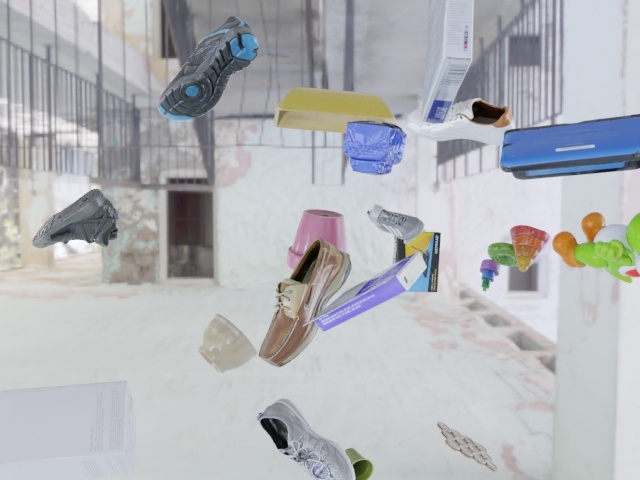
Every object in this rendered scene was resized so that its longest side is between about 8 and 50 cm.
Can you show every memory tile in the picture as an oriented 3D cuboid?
[{"bbox_3d":[0.334,0.473,1.549,0.148,0.012,0.113,31,-171,-13],"label":"memory tile"}]

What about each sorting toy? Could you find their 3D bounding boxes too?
[{"bbox_3d":[0.584,0.078,2.115,0.127,0.126,0.365,22,156,-4],"label":"sorting toy"}]

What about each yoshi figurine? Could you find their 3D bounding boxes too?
[{"bbox_3d":[0.699,-0.009,1.539,0.203,0.203,0.362,12,-178,-22],"label":"yoshi figurine"}]

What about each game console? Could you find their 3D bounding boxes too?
[{"bbox_3d":[0.547,-0.160,1.444,0.293,0.173,0.250,-5,-149,22],"label":"game console"}]

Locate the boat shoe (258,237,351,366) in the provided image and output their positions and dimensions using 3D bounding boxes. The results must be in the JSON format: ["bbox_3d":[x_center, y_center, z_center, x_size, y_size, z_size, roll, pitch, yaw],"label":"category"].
[{"bbox_3d":[-0.055,0.134,1.577,0.123,0.324,0.120,1,143,50],"label":"boat shoe"}]

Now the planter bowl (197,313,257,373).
[{"bbox_3d":[-0.270,0.299,1.880,0.109,0.162,0.162,-45,-156,-22],"label":"planter bowl"}]

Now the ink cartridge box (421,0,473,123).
[{"bbox_3d":[0.292,-0.483,1.552,0.072,0.330,0.324,6,167,2],"label":"ink cartridge box"}]

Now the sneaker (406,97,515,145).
[{"bbox_3d":[0.355,-0.327,1.748,0.290,0.105,0.123,9,152,25],"label":"sneaker"}]

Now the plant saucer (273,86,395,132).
[{"bbox_3d":[0.032,-0.382,1.998,0.333,0.080,0.333,4,-179,-5],"label":"plant saucer"}]

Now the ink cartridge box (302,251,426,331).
[{"bbox_3d":[0.092,0.109,1.328,0.206,0.045,0.208,-31,179,28],"label":"ink cartridge box"}]

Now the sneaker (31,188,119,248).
[{"bbox_3d":[-0.566,-0.019,1.594,0.228,0.130,0.087,-29,-146,14],"label":"sneaker"}]

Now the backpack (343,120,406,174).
[{"bbox_3d":[0.102,-0.173,1.265,0.098,0.101,0.120,16,-168,23],"label":"backpack"}]

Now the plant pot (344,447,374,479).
[{"bbox_3d":[0.094,0.620,1.882,0.083,0.083,0.079,-1,-162,-23],"label":"plant pot"}]

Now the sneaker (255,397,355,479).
[{"bbox_3d":[-0.044,0.490,1.564,0.281,0.105,0.115,37,-159,27],"label":"sneaker"}]

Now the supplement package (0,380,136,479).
[{"bbox_3d":[-0.585,0.444,1.558,0.293,0.175,0.177,-3,146,-9],"label":"supplement package"}]

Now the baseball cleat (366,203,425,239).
[{"bbox_3d":[0.201,-0.054,1.923,0.109,0.072,0.206,35,165,-30],"label":"baseball cleat"}]

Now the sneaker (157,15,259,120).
[{"bbox_3d":[-0.306,-0.460,1.834,0.341,0.139,0.125,-37,137,16],"label":"sneaker"}]

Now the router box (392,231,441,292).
[{"bbox_3d":[0.281,0.061,1.992,0.133,0.178,0.046,2,-177,-10],"label":"router box"}]

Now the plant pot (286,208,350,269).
[{"bbox_3d":[0.000,0.000,2.149,0.201,0.180,0.201,6,-168,-1],"label":"plant pot"}]
